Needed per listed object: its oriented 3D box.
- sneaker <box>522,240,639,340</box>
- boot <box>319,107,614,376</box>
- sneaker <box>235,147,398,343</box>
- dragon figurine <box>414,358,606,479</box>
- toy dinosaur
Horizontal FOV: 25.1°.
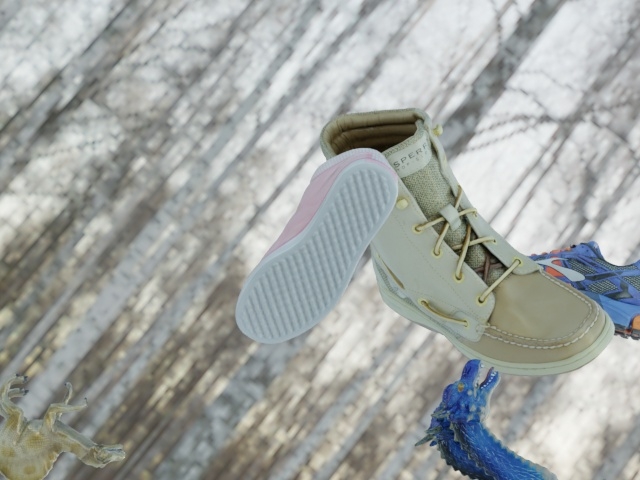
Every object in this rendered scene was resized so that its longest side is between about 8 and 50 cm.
[{"bbox_3d":[0.266,0.040,1.529,0.221,0.087,0.083,17,-8,31],"label":"sneaker"},{"bbox_3d":[0.117,-0.004,1.207,0.262,0.095,0.203,26,-31,48],"label":"boot"},{"bbox_3d":[0.000,0.000,0.860,0.051,0.134,0.070,35,17,-10],"label":"sneaker"},{"bbox_3d":[0.130,0.237,1.058,0.144,0.289,0.085,7,-13,6],"label":"dragon figurine"},{"bbox_3d":[-0.262,0.167,1.233,0.183,0.093,0.053,-7,-25,9],"label":"toy dinosaur"}]
